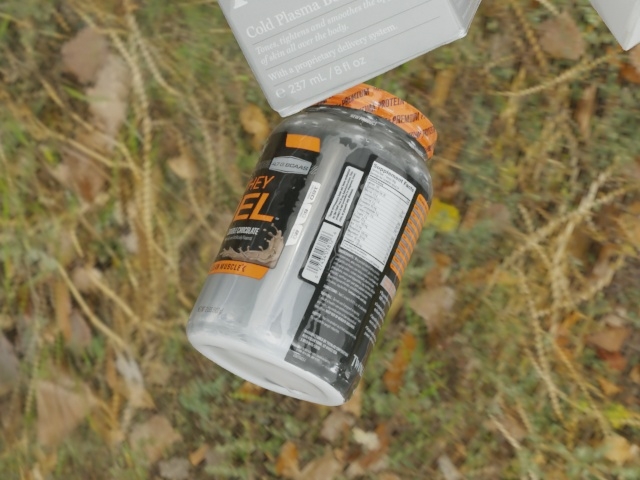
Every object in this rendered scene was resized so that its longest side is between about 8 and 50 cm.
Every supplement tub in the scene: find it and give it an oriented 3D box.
[{"bbox_3d":[0.000,0.000,1.636,0.207,0.207,0.338,30,72,-23],"label":"supplement tub"}]

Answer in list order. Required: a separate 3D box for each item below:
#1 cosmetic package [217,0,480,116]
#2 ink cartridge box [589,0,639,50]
[{"bbox_3d":[-0.015,-0.208,0.792,0.127,0.107,0.238,-22,110,23],"label":"cosmetic package"},{"bbox_3d":[0.228,-0.270,0.919,0.207,0.119,0.353,-30,76,-6],"label":"ink cartridge box"}]
